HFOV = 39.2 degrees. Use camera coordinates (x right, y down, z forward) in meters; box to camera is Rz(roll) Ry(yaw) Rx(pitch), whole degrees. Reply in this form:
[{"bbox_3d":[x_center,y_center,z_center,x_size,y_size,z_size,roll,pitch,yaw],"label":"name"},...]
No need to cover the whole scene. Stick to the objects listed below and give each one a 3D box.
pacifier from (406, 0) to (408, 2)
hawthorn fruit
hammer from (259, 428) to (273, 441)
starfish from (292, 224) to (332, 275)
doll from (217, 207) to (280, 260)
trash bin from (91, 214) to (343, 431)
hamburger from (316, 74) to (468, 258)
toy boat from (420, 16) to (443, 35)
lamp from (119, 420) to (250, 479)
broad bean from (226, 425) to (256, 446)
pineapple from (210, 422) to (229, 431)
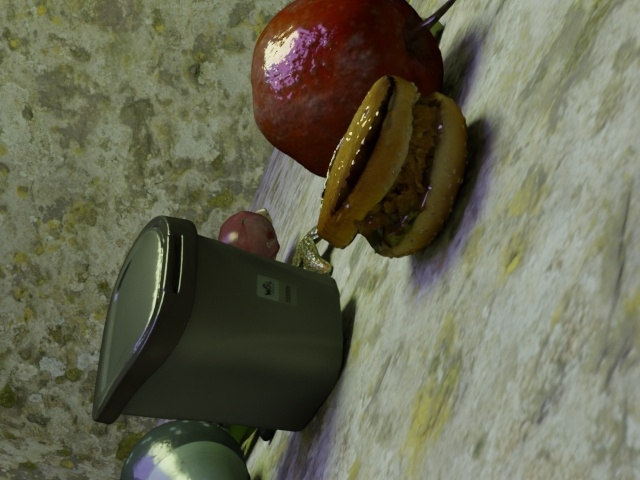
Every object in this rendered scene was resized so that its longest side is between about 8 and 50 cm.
[{"bbox_3d":[0.113,-0.471,1.655,0.150,0.116,0.127,-52,43,48],"label":"pacifier"},{"bbox_3d":[0.032,-0.193,1.078,0.263,0.231,0.235,133,147,-79],"label":"hawthorn fruit"},{"bbox_3d":[-0.034,0.171,1.251,0.103,0.029,0.246,-94,26,-70],"label":"hammer"},{"bbox_3d":[0.000,0.000,1.420,0.208,0.053,0.176,-42,16,57],"label":"starfish"},{"bbox_3d":[-0.154,0.066,1.789,0.196,0.152,0.256,-101,23,-46],"label":"doll"},{"bbox_3d":[-0.120,0.116,1.085,0.220,0.250,0.219,-93,25,-42],"label":"trash bin"},{"bbox_3d":[0.071,-0.066,0.903,0.182,0.118,0.191,-68,12,-21],"label":"hamburger"},{"bbox_3d":[0.088,-0.250,1.346,0.111,0.084,0.276,-67,8,-18],"label":"toy boat"},{"bbox_3d":[-0.158,0.325,1.176,0.314,0.182,0.182,-25,43,63],"label":"lamp"},{"bbox_3d":[-0.086,0.199,1.363,0.339,0.061,0.077,-64,30,24],"label":"broad bean"},{"bbox_3d":[-0.180,0.293,1.549,0.248,0.128,0.128,-103,36,-66],"label":"pineapple"}]
